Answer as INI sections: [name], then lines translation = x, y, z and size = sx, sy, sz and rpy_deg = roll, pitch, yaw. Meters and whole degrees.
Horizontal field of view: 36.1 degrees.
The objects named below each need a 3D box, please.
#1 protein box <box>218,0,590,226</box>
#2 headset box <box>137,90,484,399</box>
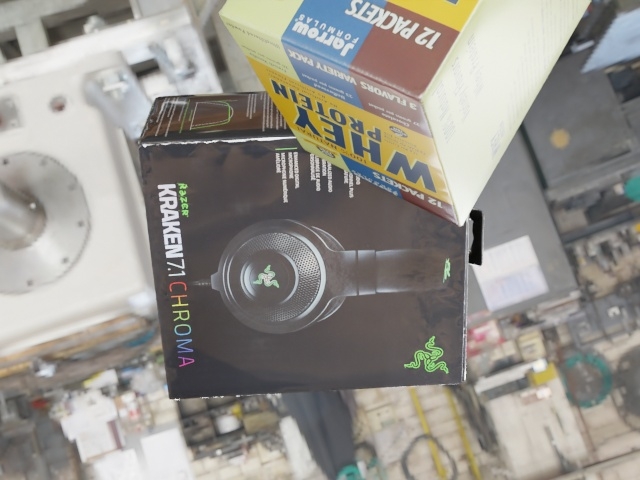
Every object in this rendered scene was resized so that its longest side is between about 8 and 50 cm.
[protein box]
translation = 0.070, -0.152, 0.630
size = 0.201, 0.136, 0.200
rpy_deg = -59, 158, -10
[headset box]
translation = 0.000, 0.000, 0.866
size = 0.283, 0.246, 0.131
rpy_deg = -2, -155, -2
